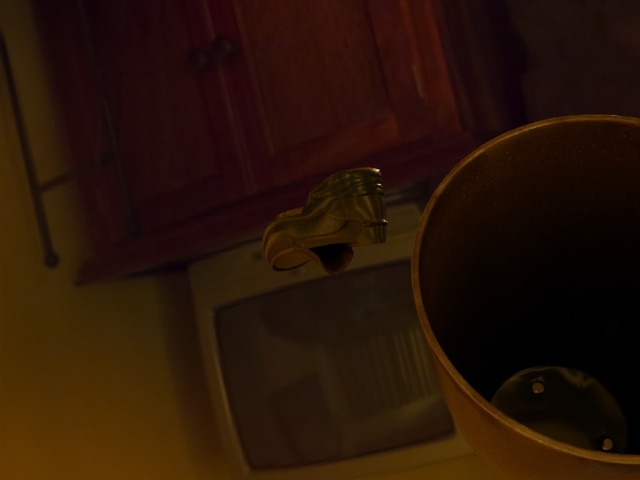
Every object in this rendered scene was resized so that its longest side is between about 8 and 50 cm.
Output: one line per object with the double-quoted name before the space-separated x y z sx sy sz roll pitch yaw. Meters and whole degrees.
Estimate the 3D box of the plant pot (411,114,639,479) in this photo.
"plant pot" 0.163 0.078 0.660 0.215 0.215 0.230 -13 147 -4

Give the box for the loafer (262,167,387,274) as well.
"loafer" 0.000 0.000 0.867 0.062 0.061 0.170 -7 164 -27
